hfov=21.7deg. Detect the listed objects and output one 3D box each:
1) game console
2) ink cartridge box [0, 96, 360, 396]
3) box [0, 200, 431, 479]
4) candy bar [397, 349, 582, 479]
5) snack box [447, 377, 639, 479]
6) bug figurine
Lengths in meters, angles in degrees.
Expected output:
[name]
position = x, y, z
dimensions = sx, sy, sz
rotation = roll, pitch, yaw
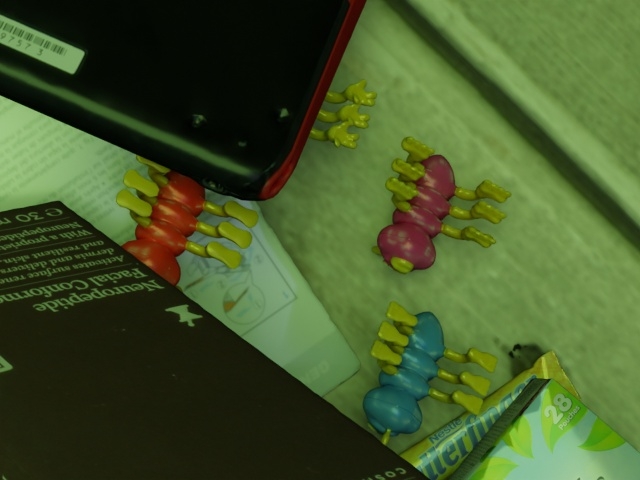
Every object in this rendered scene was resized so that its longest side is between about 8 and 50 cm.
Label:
[game console]
position = -0.146, -0.233, 1.069
dimensions = 0.387, 0.060, 0.342
rotation = 23, 66, -2
[ink cartridge box]
position = -0.202, 0.010, 1.141
dimensions = 0.308, 0.091, 0.385
rotation = -34, 100, -4
[box]
position = -0.124, 0.124, 0.901
dimensions = 0.381, 0.191, 0.143
rotation = 34, 123, 38
[candy bar]
position = 0.101, 0.135, 1.134
dimensions = 0.161, 0.018, 0.040
rotation = -32, 83, -4
[snack box]
position = 0.139, 0.218, 1.046
dimensions = 0.174, 0.070, 0.207
rotation = 41, 82, 0
[bug figurine]
position = 0.000, 0.000, 1.096
dimensions = 0.279, 0.072, 0.216
rotation = 33, 68, -15
